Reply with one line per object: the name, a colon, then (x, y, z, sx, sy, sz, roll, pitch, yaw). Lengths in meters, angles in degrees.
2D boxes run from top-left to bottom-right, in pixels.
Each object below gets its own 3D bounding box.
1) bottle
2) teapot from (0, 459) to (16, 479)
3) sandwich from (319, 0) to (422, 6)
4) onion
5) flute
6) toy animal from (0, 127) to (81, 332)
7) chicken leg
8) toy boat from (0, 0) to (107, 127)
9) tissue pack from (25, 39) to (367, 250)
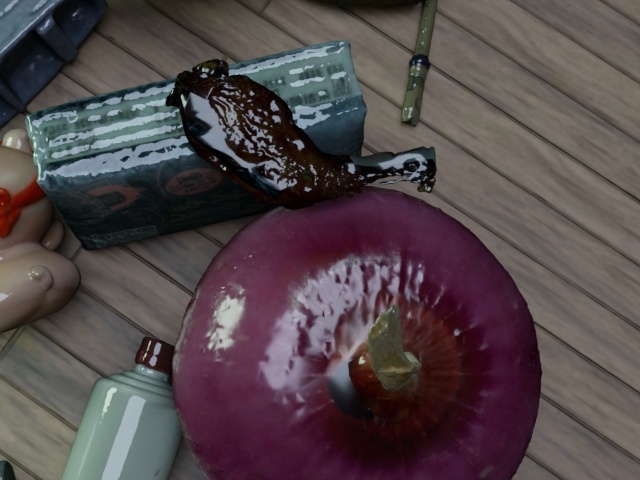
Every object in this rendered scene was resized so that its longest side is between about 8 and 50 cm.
bottle: (-0.199, 0.218, 1.067, 0.104, 0.104, 0.245, 18, 78, 1)
teapot: (-0.371, 0.258, 1.082, 0.111, 0.043, 0.042, -13, 79, -3)
sandwich: (0.052, -0.353, 1.210, 0.185, 0.109, 0.159, 14, 58, 2)
onion: (0.040, 0.138, 1.003, 0.359, 0.345, 0.358, -3, 114, -6)
flute: (0.121, -0.242, 1.222, 0.027, 0.027, 0.232, 12, 78, -1)
toy animal: (-0.336, -0.006, 1.070, 0.171, 0.171, 0.197, -20, 90, -7)
chicken leg: (-0.018, -0.079, 0.943, 0.253, 0.051, 0.105, 20, 85, -10)
toy boat: (-0.351, -0.182, 1.132, 0.078, 0.127, 0.283, 43, 84, 6)
tissue pack: (-0.114, -0.085, 1.072, 0.316, 0.228, 0.103, -13, 76, -6)
